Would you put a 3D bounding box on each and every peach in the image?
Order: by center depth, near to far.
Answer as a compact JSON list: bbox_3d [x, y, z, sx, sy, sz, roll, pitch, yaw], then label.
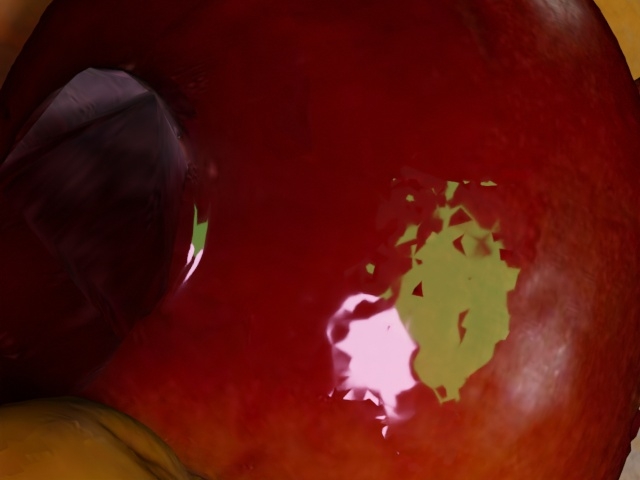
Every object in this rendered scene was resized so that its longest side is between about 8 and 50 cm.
[{"bbox_3d":[-0.013,0.009,0.822,0.310,0.335,0.406,23,72,-47],"label":"peach"}]

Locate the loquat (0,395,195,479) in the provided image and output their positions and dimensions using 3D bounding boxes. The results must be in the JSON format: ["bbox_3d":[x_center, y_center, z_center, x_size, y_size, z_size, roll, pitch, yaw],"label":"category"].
[{"bbox_3d":[-0.098,0.154,0.619,0.234,0.176,0.187,57,10,-74],"label":"loquat"}]
